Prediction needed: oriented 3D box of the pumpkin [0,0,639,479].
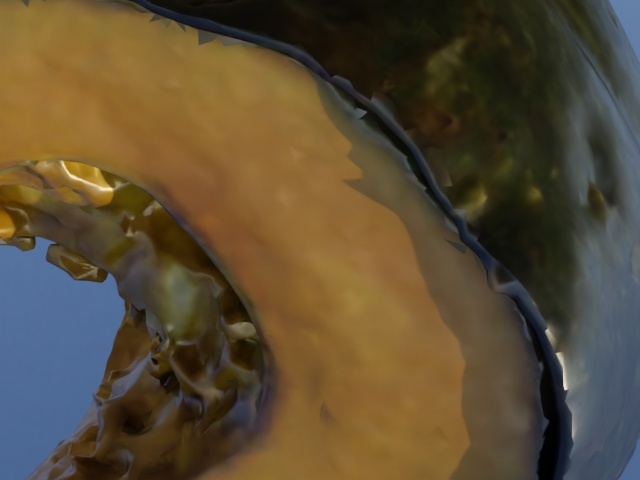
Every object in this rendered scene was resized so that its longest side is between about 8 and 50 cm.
[{"bbox_3d":[0.000,0.000,0.641,0.256,0.303,0.225,5,-145,16],"label":"pumpkin"}]
